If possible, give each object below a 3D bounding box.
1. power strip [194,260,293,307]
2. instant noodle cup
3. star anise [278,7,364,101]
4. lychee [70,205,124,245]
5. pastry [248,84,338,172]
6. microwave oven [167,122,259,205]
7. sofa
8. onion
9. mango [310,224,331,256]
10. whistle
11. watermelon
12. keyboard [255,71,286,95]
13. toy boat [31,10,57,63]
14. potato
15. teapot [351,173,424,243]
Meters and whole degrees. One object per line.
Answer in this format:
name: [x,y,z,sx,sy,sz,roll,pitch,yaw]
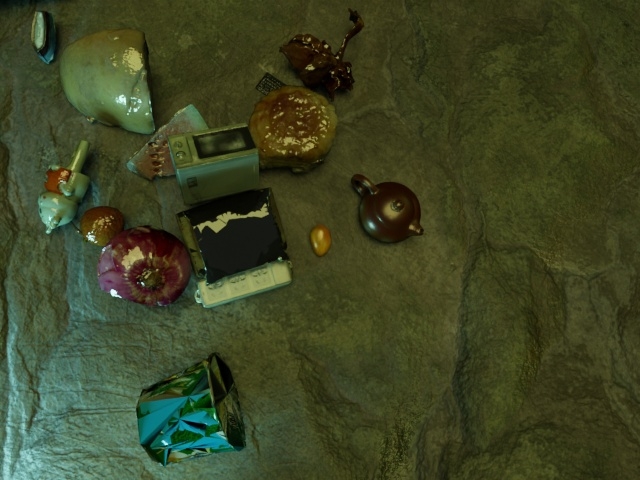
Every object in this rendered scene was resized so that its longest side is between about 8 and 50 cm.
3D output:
power strip: [-0.200,0.111,1.150,0.272,0.052,0.078,-15,82,-11]
instant noodle cup: [-0.297,0.399,1.004,0.178,0.240,0.240,-20,83,-4]
star anise: [0.023,-0.548,1.260,0.237,0.148,0.346,35,70,-3]
lychee: [-0.562,-0.035,1.106,0.101,0.140,0.114,8,52,-43]
pastry: [-0.079,-0.312,1.216,0.256,0.121,0.236,0,76,-1]
microwave oven: [-0.274,-0.203,1.120,0.205,0.163,0.129,-15,63,-18]
sofa: [-0.224,-0.017,1.136,0.258,0.182,0.200,-19,99,-14]
onion: [-0.419,0.055,1.055,0.207,0.200,0.201,26,76,-6]
mango: [0.000,0.000,1.209,0.060,0.046,0.089,2,92,-6]
whistle: [-0.649,-0.138,1.102,0.101,0.106,0.253,17,82,19]
watermelon: [-0.413,-0.248,1.178,0.241,0.094,0.154,-32,114,-8]
keyboard: [-0.093,-0.424,1.292,0.202,0.011,0.067,34,77,-1]
toy boat: [-0.758,-0.560,1.191,0.060,0.061,0.137,-2,88,-1]
potato: [-0.569,-0.409,1.124,0.264,0.189,0.211,-1,80,-9]
teapot: [0.187,-0.099,1.210,0.252,0.135,0.178,43,72,0]
